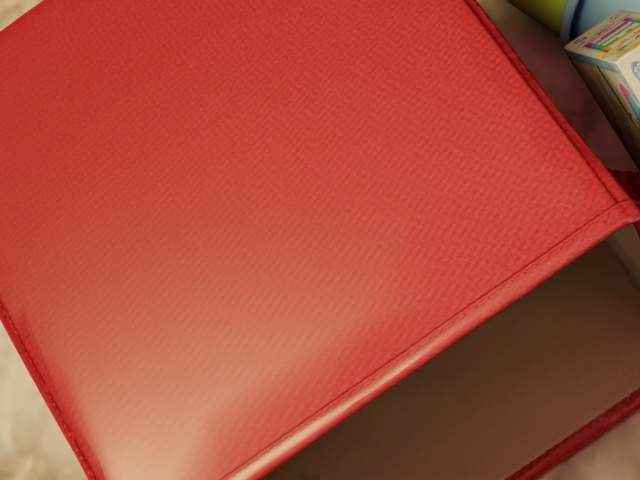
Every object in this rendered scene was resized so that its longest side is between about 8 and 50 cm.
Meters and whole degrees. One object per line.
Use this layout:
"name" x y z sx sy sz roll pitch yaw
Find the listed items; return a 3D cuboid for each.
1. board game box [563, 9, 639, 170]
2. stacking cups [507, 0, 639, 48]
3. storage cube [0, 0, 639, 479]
"board game box" 0.142 -0.007 0.605 0.026 0.103 0.154 -33 99 4
"stacking cups" 0.139 -0.084 0.679 0.316 0.096 0.096 42 88 21
"storage cube" 0.000 0.000 0.639 0.215 0.183 0.193 -36 65 4
